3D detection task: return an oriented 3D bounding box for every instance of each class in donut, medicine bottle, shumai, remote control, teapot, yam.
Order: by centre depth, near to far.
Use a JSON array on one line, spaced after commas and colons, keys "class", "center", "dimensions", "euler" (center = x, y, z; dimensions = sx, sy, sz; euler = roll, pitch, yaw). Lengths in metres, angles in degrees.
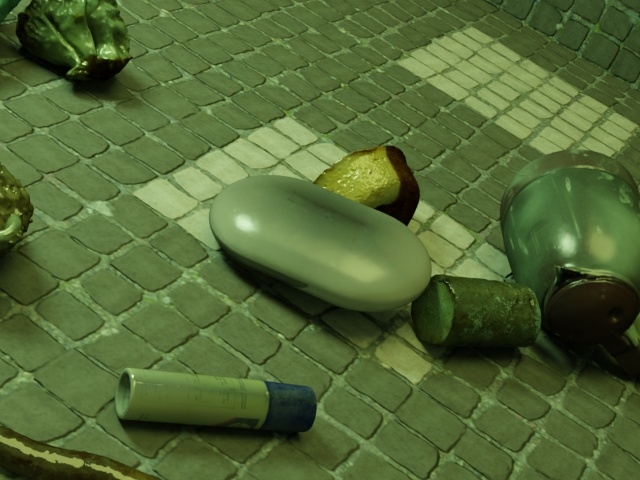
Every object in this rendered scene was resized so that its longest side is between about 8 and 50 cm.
[{"class": "yam", "center": [-0.278, 0.220, 1.176], "dimensions": [0.327, 0.045, 0.045], "euler": [22, 7, -6]}, {"class": "medicine bottle", "center": [-0.118, 0.185, 1.340], "dimensions": [0.231, 0.059, 0.059], "euler": [10, 34, -27]}, {"class": "remote control", "center": [0.000, 0.000, 1.660], "dimensions": [0.332, 0.103, 0.221], "euler": [25, 32, 12]}, {"class": "yam", "center": [0.236, 0.106, 1.697], "dimensions": [0.194, 0.107, 0.107], "euler": [6, 35, -33]}, {"class": "donut", "center": [0.081, -0.073, 1.846], "dimensions": [0.217, 0.141, 0.085], "euler": [-9, 52, -40]}, {"class": "teapot", "center": [0.435, 0.060, 1.852], "dimensions": [0.315, 0.233, 0.312], "euler": [44, 28, -27]}, {"class": "shumai", "center": [-0.397, -0.311, 1.878], "dimensions": [0.184, 0.184, 0.142], "euler": [5, 66, -33]}]

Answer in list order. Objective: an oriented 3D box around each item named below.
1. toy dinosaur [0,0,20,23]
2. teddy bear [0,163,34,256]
[{"class": "toy dinosaur", "center": [-0.564, -0.345, 1.825], "dimensions": [0.129, 0.331, 0.383], "euler": [41, -18, -31]}, {"class": "teddy bear", "center": [-0.460, -0.060, 1.365], "dimensions": [0.256, 0.156, 0.267], "euler": [14, 18, -21]}]
